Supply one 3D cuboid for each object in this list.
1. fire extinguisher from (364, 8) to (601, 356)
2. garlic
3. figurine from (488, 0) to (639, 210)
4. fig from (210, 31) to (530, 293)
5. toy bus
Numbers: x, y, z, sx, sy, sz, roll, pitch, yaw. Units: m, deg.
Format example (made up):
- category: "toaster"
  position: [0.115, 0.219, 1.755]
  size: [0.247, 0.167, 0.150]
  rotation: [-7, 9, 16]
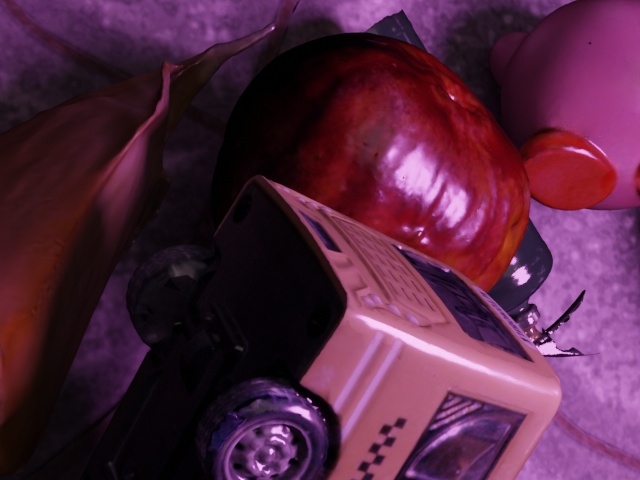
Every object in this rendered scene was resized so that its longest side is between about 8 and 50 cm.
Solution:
- category: "fire extinguisher"
  position: [0.097, -0.019, 0.993]
  size: [0.118, 0.093, 0.294]
  rotation: [-33, 94, -17]
- category: "garlic"
  position: [-0.155, 0.004, 0.805]
  size: [0.151, 0.196, 0.338]
  rotation: [54, 42, -19]
- category: "figurine"
  position: [0.221, -0.107, 1.037]
  size: [0.173, 0.173, 0.173]
  rotation: [7, 74, -26]
- category: "fig"
  position: [0.000, -0.016, 0.874]
  size: [0.204, 0.249, 0.186]
  rotation: [23, 42, -44]
- category: "toy bus"
  position: [-0.041, 0.167, 0.735]
  size: [0.202, 0.177, 0.365]
  rotation: [21, 107, -29]
